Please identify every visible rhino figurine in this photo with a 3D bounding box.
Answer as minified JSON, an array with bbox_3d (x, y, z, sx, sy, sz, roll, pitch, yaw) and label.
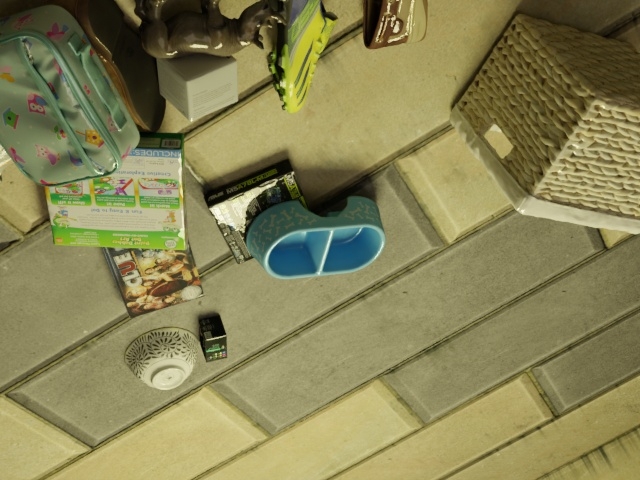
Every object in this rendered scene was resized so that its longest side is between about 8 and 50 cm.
[{"bbox_3d":[-0.176,-0.345,1.561,0.243,0.073,0.106,-4,115,-6],"label":"rhino figurine"}]

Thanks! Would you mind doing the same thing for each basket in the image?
[{"bbox_3d":[0.481,-0.222,1.837,0.331,0.328,0.266,6,127,-28],"label":"basket"}]

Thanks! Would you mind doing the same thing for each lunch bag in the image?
[{"bbox_3d":[-0.420,-0.219,1.502,0.224,0.108,0.279,-5,129,31],"label":"lunch bag"}]

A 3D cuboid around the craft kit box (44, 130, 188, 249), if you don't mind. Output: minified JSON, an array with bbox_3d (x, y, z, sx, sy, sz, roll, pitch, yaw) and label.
[{"bbox_3d":[-0.366,-0.089,1.749,0.249,0.061,0.247,3,132,-4],"label":"craft kit box"}]

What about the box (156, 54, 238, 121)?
[{"bbox_3d":[-0.205,-0.272,1.622,0.101,0.102,0.087,-29,144,-27],"label":"box"}]

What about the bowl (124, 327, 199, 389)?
[{"bbox_3d":[-0.345,0.279,2.169,0.170,0.080,0.170,-13,137,-12],"label":"bowl"}]

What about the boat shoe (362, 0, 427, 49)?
[{"bbox_3d":[0.101,-0.451,1.582,0.123,0.123,0.342,-18,144,-8],"label":"boat shoe"}]

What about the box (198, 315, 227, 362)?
[{"bbox_3d":[-0.239,0.220,2.167,0.052,0.062,0.083,-12,138,-14],"label":"box"}]

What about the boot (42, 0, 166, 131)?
[{"bbox_3d":[-0.348,-0.289,1.589,0.115,0.112,0.305,0,148,20],"label":"boot"}]

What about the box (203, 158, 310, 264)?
[{"bbox_3d":[-0.116,-0.054,1.950,0.184,0.045,0.191,-25,139,-2],"label":"box"}]

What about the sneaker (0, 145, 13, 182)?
[{"bbox_3d":[-0.603,-0.117,1.635,0.262,0.099,0.121,-26,143,5],"label":"sneaker"}]

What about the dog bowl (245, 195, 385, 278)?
[{"bbox_3d":[0.000,0.000,1.976,0.297,0.074,0.166,-5,134,-25],"label":"dog bowl"}]

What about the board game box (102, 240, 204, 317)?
[{"bbox_3d":[-0.337,0.046,1.957,0.165,0.042,0.243,-16,138,-7],"label":"board game box"}]

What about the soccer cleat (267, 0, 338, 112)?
[{"bbox_3d":[-0.025,-0.337,1.661,0.121,0.093,0.289,-13,137,-15],"label":"soccer cleat"}]
